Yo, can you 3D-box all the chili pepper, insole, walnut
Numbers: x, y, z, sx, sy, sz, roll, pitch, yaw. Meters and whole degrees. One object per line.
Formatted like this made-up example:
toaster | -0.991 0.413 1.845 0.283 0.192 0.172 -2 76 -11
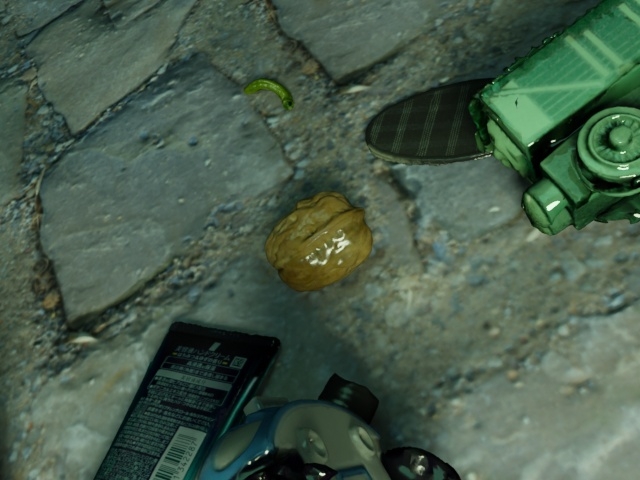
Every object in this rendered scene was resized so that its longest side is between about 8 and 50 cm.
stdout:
chili pepper | -0.057 -0.169 0.853 0.030 0.017 0.083 -46 50 -9
insole | 0.189 -0.119 0.699 0.310 0.012 0.110 0 55 26
walnut | 0.000 0.000 0.661 0.096 0.082 0.079 -36 80 5

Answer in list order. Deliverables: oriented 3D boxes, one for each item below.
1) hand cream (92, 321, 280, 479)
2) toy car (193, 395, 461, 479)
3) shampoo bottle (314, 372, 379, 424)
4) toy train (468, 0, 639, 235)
hand cream | -0.133 0.182 0.606 0.120 0.061 0.270 4 53 27
toy car | 0.024 0.231 0.374 0.166 0.198 0.314 -38 67 12
shampoo bottle | -0.030 0.211 0.513 0.127 0.078 0.256 20 67 25
toy train | 0.257 -0.120 0.586 0.269 0.115 0.154 -37 62 7
